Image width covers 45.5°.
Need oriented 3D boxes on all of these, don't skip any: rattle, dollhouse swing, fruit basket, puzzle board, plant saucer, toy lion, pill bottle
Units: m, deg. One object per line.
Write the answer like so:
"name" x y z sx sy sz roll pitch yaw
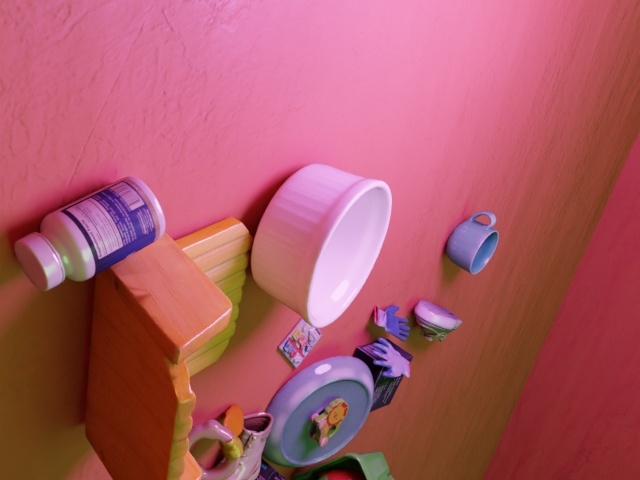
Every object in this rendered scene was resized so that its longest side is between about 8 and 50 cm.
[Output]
"rattle" -0.246 0.419 1.505 0.130 0.143 0.199 35 105 -30
"dollhouse swing" -0.171 0.177 1.150 0.305 0.315 0.347 -12 128 -39
"fruit basket" 0.046 0.737 1.885 0.283 0.392 0.392 -32 166 33
"puzzle board" -0.040 0.217 1.645 0.096 0.011 0.128 -50 151 -13
"plant saucer" 0.004 0.411 1.774 0.317 0.044 0.317 -19 128 -26
"toy lion" 0.025 0.409 1.740 0.096 0.034 0.100 -28 133 -30
"pill bottle" -0.289 -0.006 0.959 0.169 0.094 0.094 -33 143 -36

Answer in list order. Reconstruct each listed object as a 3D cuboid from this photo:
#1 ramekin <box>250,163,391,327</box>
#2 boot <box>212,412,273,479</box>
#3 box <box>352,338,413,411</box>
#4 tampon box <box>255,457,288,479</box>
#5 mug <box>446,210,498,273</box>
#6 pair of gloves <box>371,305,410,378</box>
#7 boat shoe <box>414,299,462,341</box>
"ramekin" 0.000 0.000 1.334 0.277 0.135 0.277 -48 154 -33
"boot" -0.184 0.457 1.589 0.213 0.077 0.165 -20 135 -55
"box" 0.138 0.349 1.959 0.158 0.093 0.156 -2 120 -55
"tampon box" -0.145 0.610 1.749 0.161 0.120 0.101 -42 147 -26
"mug" 0.402 -0.001 2.021 0.158 0.097 0.129 -56 151 -4
"pair of gloves" 0.175 0.248 1.889 0.159 0.023 0.198 31 51 -46
"boat shoe" 0.322 0.237 2.124 0.094 0.109 0.302 -58 154 4
